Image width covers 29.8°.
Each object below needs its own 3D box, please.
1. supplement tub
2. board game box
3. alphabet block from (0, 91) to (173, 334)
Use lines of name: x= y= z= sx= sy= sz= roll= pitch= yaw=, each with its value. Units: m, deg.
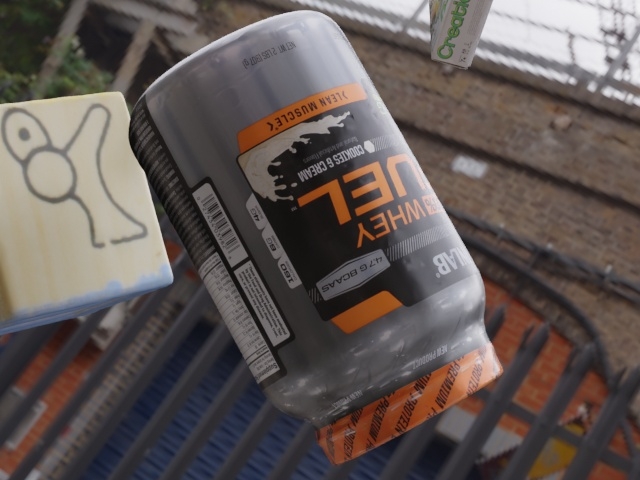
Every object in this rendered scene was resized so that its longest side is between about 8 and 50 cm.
supplement tub: x=0.000 y=0.000 z=0.935 sx=0.316 sy=0.193 sz=0.193 roll=61 pitch=-19 yaw=6
board game box: x=0.198 y=-0.383 z=1.437 sx=0.053 sy=0.193 sz=0.305 roll=13 pitch=-58 yaw=-5
alphabet block: x=-0.286 y=-0.018 z=1.172 sx=0.193 sy=0.192 sz=0.197 roll=-19 pitch=-95 yaw=48
